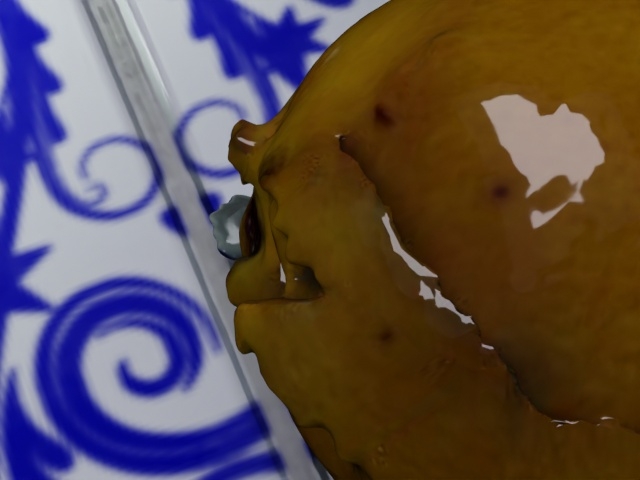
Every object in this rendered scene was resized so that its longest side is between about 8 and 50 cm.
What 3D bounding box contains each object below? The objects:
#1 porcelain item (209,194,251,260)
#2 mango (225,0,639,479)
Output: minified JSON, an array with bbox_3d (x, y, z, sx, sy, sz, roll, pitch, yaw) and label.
[{"bbox_3d":[0.000,0.000,0.618,0.075,0.021,0.136,10,61,11],"label":"porcelain item"},{"bbox_3d":[0.115,0.012,0.496,0.287,0.152,0.201,7,71,-14],"label":"mango"}]
